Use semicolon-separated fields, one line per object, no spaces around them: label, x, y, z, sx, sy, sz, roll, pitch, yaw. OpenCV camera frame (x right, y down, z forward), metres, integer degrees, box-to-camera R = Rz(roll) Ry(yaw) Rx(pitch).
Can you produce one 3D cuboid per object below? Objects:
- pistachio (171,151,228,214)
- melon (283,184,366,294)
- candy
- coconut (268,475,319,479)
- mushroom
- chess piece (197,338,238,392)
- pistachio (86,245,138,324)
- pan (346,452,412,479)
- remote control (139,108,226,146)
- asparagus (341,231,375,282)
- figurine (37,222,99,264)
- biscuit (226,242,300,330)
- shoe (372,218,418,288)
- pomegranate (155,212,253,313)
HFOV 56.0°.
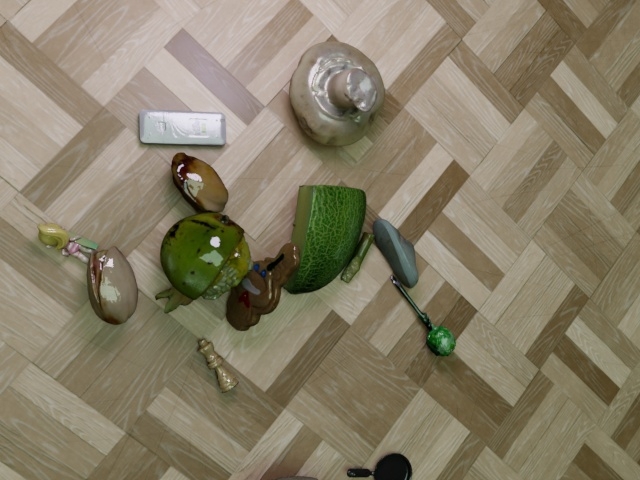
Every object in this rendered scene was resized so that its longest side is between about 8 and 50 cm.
pistachio;-0.355;-0.163;1.744;0.131;0.165;0.210;-26;115;23
melon;0.000;0.000;1.837;0.226;0.331;0.343;7;96;20
candy;0.334;0.244;1.990;0.097;0.097;0.323;-38;93;-14
coconut;-0.082;0.838;1.715;0.347;0.346;0.359;-16;96;-17
mushroom;0.070;-0.438;1.772;0.315;0.336;0.314;-3;99;-20
chess piece;-0.312;0.368;1.792;0.060;0.060;0.171;-33;97;-15
pistachio;-0.577;0.126;1.662;0.144;0.144;0.214;-16;95;-17
pan;0.190;0.755;1.959;0.235;0.028;0.136;11;86;-20
remote control;-0.404;-0.331;1.775;0.250;0.034;0.103;-2;90;-17
asparagus;0.119;0.055;1.932;0.041;0.045;0.178;34;82;-54
figurine;-0.696;0.008;1.665;0.187;0.083;0.083;38;79;-24
biscuit;-0.175;0.126;1.758;0.320;0.047;0.183;-38;63;23
shoe;0.261;0.031;1.950;0.100;0.103;0.250;-30;99;-23
pomegranate;-0.342;0.066;1.694;0.260;0.260;0.340;40;103;-14
